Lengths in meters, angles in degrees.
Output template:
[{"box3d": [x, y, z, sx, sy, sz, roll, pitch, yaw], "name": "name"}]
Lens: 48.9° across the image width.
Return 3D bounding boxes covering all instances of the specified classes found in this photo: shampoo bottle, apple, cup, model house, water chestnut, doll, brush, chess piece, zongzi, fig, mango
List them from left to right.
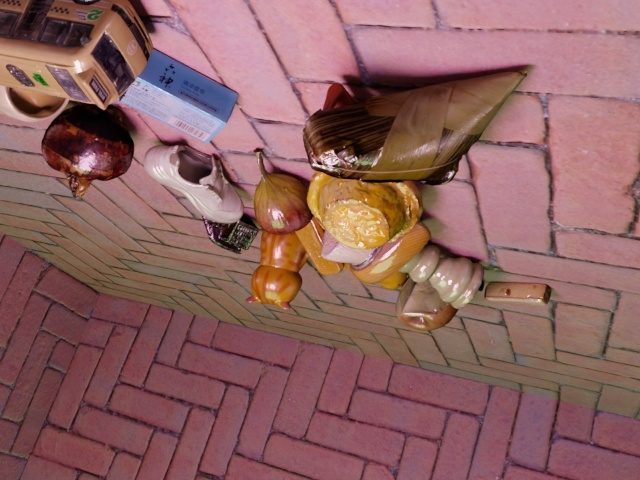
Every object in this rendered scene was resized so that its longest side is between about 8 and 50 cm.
[{"box3d": [-0.645, -0.368, 1.557, 0.202, 0.255, 0.173, 17, 124, 33], "name": "cup"}, {"box3d": [-0.578, -0.223, 1.752, 0.224, 0.238, 0.223, 15, -164, -4], "name": "water chestnut"}, {"box3d": [-0.276, -0.038, 2.165, 0.165, 0.106, 0.152, 23, 163, -28], "name": "model house"}, {"box3d": [-0.106, -0.130, 1.781, 0.160, 0.230, 0.143, 1, -162, 42], "name": "fig"}, {"box3d": [-0.118, 0.068, 2.124, 0.167, 0.269, 0.162, 7, 175, 26], "name": "doll"}, {"box3d": [0.074, -0.220, 1.381, 0.085, 0.085, 0.244, 6, 159, 31], "name": "shampoo bottle"}, {"box3d": [0.158, 0.055, 2.037, 0.157, 0.108, 0.262, -17, 143, 39], "name": "mango"}, {"box3d": [0.142, -0.010, 1.804, 0.166, 0.174, 0.267, 37, 138, -24], "name": "brush"}, {"box3d": [0.146, -0.212, 1.193, 0.290, 0.154, 0.317, -4, 157, -25], "name": "zongzi"}, {"box3d": [0.320, 0.175, 2.089, 0.207, 0.188, 0.174, 0, 152, 40], "name": "apple"}, {"box3d": [0.302, 0.069, 1.926, 0.251, 0.144, 0.144, 28, 159, -9], "name": "chess piece"}]

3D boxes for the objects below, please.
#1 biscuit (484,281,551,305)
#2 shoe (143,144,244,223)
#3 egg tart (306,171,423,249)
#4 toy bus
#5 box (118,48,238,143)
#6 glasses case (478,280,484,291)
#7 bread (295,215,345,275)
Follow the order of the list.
[{"box3d": [0.562, 0.154, 2.015, 0.188, 0.056, 0.052, -3, 151, 44], "name": "biscuit"}, {"box3d": [-0.299, -0.159, 1.849, 0.316, 0.124, 0.159, 31, 151, -32], "name": "shoe"}, {"box3d": [0.091, -0.072, 1.620, 0.288, 0.118, 0.288, 13, 142, 11], "name": "egg tart"}, {"box3d": [-0.514, -0.375, 1.314, 0.366, 0.201, 0.177, 13, 159, 15], "name": "toy bus"}, {"box3d": [-0.309, -0.308, 1.494, 0.232, 0.083, 0.143, 27, 160, -19], "name": "box"}, {"box3d": [0.452, 0.121, 2.057, 0.083, 0.033, 0.023, 30, 147, -32], "name": "glasses case"}, {"box3d": [0.000, 0.000, 1.944, 0.116, 0.077, 0.200, -20, 103, 52], "name": "bread"}]
